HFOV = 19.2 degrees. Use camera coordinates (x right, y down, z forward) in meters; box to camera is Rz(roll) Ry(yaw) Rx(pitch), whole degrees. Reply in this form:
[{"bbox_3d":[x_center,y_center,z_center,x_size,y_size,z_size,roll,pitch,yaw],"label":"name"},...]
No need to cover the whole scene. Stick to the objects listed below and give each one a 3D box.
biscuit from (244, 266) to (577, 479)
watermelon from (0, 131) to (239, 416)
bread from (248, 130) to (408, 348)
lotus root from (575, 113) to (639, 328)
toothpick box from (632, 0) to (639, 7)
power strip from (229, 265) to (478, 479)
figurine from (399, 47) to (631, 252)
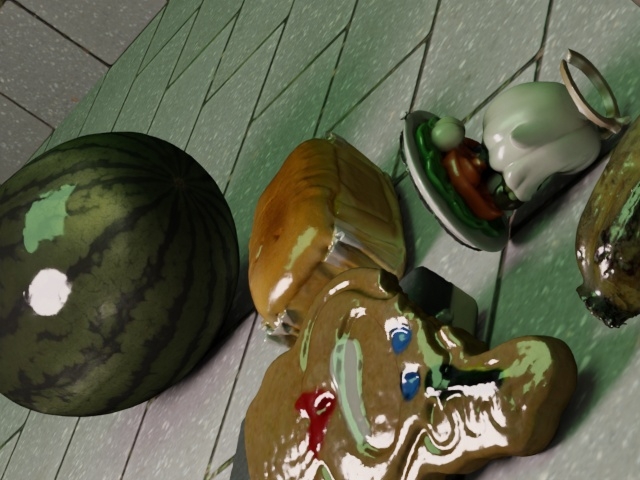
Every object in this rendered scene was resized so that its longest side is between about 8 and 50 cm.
[{"bbox_3d":[0.051,0.110,1.326,0.320,0.047,0.183,0,83,50],"label":"biscuit"},{"bbox_3d":[-0.241,0.045,1.996,0.359,0.279,0.279,-42,21,42],"label":"watermelon"},{"bbox_3d":[0.000,0.000,1.720,0.136,0.107,0.241,-53,16,19],"label":"bread"},{"bbox_3d":[0.218,-0.026,1.185,0.179,0.080,0.089,-61,28,-4],"label":"lotus root"},{"bbox_3d":[0.243,-0.215,1.314,0.111,0.181,0.111,-47,19,22],"label":"toothpick box"},{"bbox_3d":[0.026,0.127,1.466,0.257,0.070,0.105,-44,23,37],"label":"power strip"},{"bbox_3d":[0.153,-0.080,1.439,0.154,0.132,0.132,-33,25,26],"label":"figurine"}]
